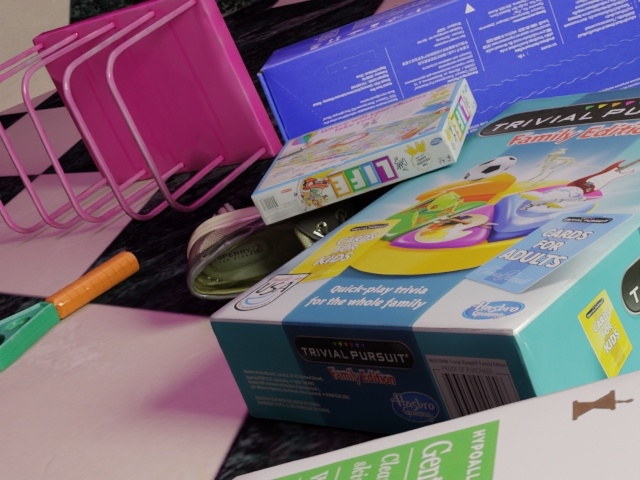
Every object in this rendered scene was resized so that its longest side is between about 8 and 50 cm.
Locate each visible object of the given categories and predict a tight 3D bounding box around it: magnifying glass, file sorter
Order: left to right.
[{"bbox_3d":[-0.260,0.074,1.213,0.231,0.026,0.092,-32,20,-31],"label":"magnifying glass"},{"bbox_3d":[-0.235,-0.129,1.500,0.291,0.202,0.182,-6,26,42],"label":"file sorter"}]

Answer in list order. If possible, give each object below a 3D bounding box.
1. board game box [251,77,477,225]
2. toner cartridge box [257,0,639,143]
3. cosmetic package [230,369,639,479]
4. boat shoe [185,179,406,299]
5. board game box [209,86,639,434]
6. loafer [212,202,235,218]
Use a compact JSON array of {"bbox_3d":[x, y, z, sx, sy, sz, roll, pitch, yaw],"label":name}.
[{"bbox_3d":[0.034,-0.066,1.000,0.154,0.026,0.103,-18,22,24],"label":"board game box"},{"bbox_3d":[0.142,-0.124,1.078,0.348,0.165,0.075,-17,18,14],"label":"toner cartridge box"},{"bbox_3d":[0.145,0.126,0.345,0.365,0.155,0.197,-19,16,15],"label":"cosmetic package"},{"bbox_3d":[-0.001,-0.001,1.043,0.223,0.080,0.073,-17,29,14],"label":"boat shoe"},{"bbox_3d":[0.134,0.000,0.857,0.254,0.079,0.336,-1,27,49],"label":"board game box"},{"bbox_3d":[-0.080,0.000,1.184,0.039,0.045,0.125,-31,21,-6],"label":"loafer"}]
